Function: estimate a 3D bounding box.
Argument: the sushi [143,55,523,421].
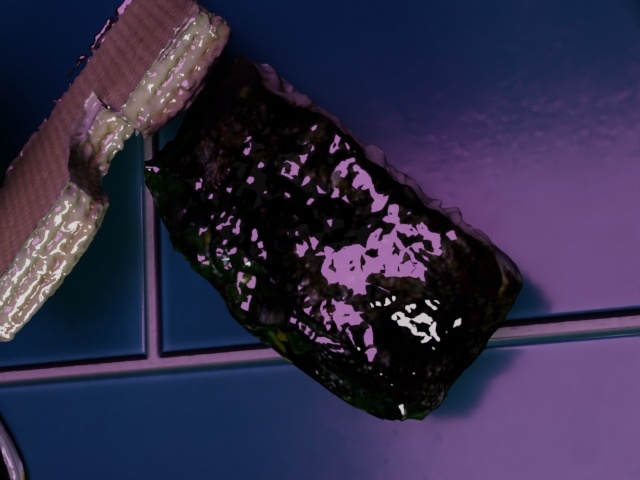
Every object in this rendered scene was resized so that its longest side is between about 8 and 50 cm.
[{"bbox_3d":[0.000,0.000,0.544,0.225,0.124,0.127,42,94,20],"label":"sushi"}]

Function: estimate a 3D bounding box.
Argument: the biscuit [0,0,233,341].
[{"bbox_3d":[-0.153,-0.061,0.618,0.250,0.046,0.147,-53,31,5],"label":"biscuit"}]

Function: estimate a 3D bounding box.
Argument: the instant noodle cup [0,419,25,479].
[{"bbox_3d":[-0.330,0.181,0.577,0.215,0.236,0.215,-3,79,17],"label":"instant noodle cup"}]
